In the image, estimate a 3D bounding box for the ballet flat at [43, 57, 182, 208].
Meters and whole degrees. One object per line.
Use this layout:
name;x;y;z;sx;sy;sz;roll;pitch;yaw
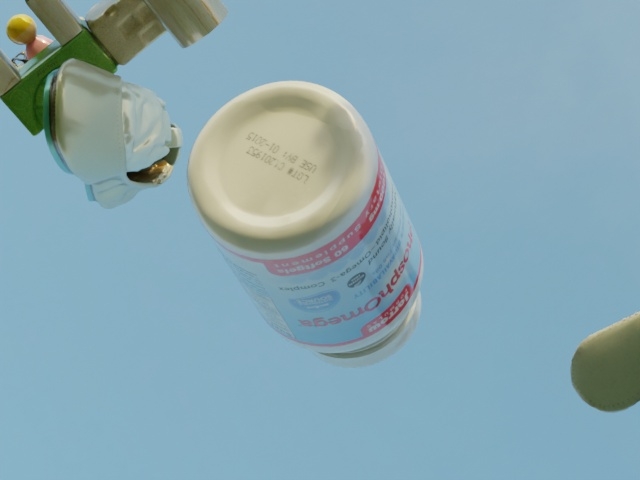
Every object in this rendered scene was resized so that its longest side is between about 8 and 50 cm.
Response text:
ballet flat;-0.138;-0.075;1.319;0.086;0.248;0.086;0;-96;0

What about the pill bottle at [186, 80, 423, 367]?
pill bottle;0.000;0.000;0.890;0.087;0.160;0.087;-7;-118;13

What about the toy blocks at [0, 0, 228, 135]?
toy blocks;-0.260;-0.202;1.361;0.288;0.309;0.260;-39;-73;4

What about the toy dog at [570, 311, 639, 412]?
toy dog;0.258;0.105;1.132;0.161;0.220;0.333;12;-86;65
